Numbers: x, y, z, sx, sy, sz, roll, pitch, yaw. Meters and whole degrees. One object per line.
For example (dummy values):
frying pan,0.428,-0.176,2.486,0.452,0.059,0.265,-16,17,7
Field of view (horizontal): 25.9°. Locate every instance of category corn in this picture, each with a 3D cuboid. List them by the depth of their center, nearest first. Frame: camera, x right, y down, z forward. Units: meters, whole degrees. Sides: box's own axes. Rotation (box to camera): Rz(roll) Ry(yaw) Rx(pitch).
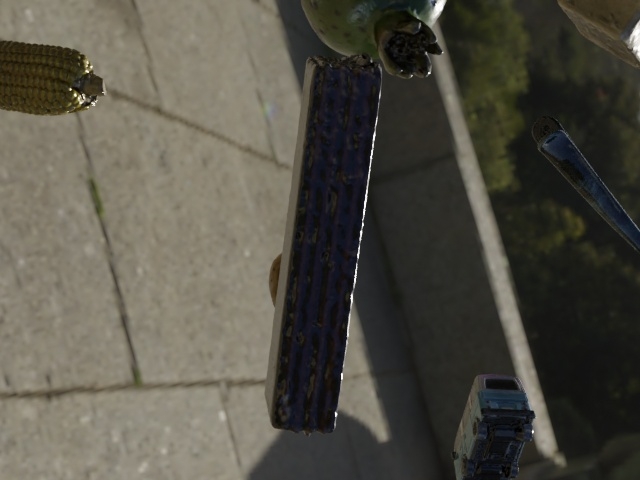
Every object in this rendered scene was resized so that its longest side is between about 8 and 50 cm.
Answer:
corn,-0.503,-0.267,2.272,0.119,0.321,0.119,6,90,-78

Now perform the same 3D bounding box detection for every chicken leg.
chicken leg,-0.043,0.110,2.353,0.101,0.085,0.207,68,17,-53

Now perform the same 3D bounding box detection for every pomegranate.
pomegranate,0.115,-0.386,2.256,0.306,0.242,0.242,39,-4,30

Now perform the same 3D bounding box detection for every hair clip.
hair clip,0.346,-0.058,1.753,0.229,0.039,0.070,49,14,-17

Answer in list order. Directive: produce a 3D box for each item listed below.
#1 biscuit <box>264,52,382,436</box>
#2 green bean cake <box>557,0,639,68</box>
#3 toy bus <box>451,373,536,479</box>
biscuit,0.000,0.000,1.418,0.107,0.073,0.388,-115,-147,-76
green bean cake,0.369,-0.284,1.721,0.109,0.085,0.179,36,8,23
toy bus,0.173,0.197,1.425,0.075,0.060,0.123,-97,-166,-49
